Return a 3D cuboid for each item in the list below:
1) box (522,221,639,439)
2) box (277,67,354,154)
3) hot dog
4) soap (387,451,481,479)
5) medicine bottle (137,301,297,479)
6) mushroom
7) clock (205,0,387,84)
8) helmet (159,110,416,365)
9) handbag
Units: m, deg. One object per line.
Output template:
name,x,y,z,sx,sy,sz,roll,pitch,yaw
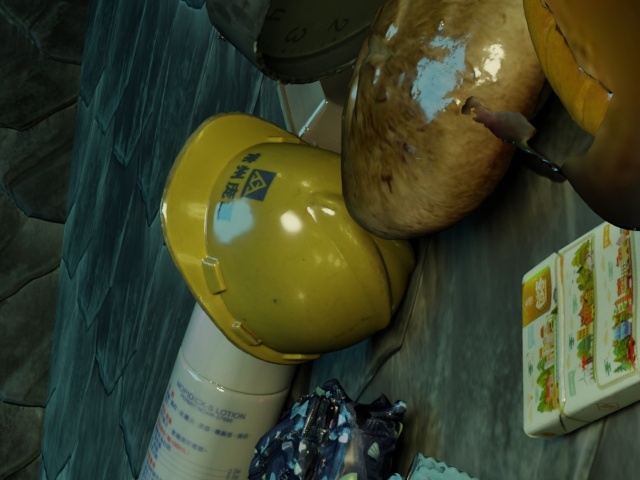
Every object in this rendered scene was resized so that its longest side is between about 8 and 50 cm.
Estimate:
box,0.193,0.040,0.847,0.220,0.032,0.122,136,142,-59
box,0.011,-0.137,1.404,0.062,0.089,0.122,-55,28,29
hot dog,0.192,-0.112,0.774,0.194,0.107,0.326,-13,56,29
soap,0.060,0.256,0.917,0.293,0.156,0.077,123,163,-48
medicine bottle,-0.106,0.176,1.486,0.130,0.130,0.341,-113,38,-59
mushroom,0.099,-0.130,1.047,0.278,0.146,0.278,-161,90,-74
clock,0.047,-0.250,1.078,0.061,0.312,0.313,49,139,16
helmet,0.000,0.000,1.183,0.140,0.257,0.205,-1,54,44
handbag,-0.002,0.219,1.192,0.260,0.113,0.162,122,160,-63
